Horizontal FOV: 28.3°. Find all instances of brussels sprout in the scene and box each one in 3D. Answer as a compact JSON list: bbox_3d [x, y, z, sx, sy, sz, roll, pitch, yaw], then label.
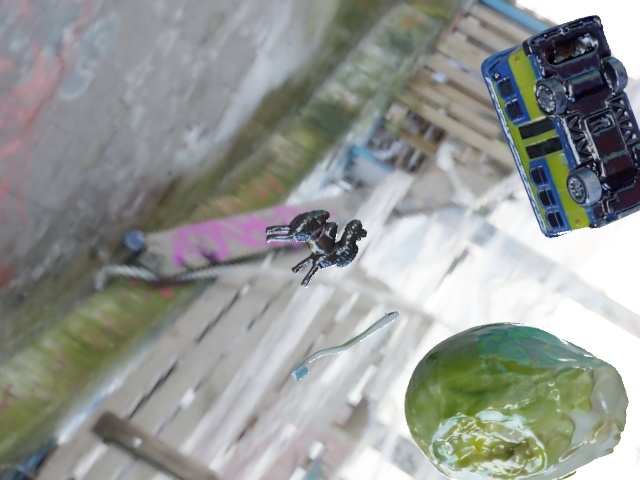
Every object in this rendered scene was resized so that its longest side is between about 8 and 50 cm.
[{"bbox_3d":[0.296,0.268,1.980,0.344,0.344,0.268,-23,121,-71],"label":"brussels sprout"}]

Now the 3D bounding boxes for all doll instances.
[{"bbox_3d":[0.000,0.000,2.338,0.165,0.139,0.057,-31,-162,6],"label":"doll"}]

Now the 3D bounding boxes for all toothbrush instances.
[{"bbox_3d":[0.045,0.173,2.179,0.263,0.026,0.022,-29,-167,-37],"label":"toothbrush"}]

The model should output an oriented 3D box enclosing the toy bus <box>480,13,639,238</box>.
[{"bbox_3d":[0.362,-0.160,1.821,0.138,0.288,0.175,-21,-178,-19],"label":"toy bus"}]
